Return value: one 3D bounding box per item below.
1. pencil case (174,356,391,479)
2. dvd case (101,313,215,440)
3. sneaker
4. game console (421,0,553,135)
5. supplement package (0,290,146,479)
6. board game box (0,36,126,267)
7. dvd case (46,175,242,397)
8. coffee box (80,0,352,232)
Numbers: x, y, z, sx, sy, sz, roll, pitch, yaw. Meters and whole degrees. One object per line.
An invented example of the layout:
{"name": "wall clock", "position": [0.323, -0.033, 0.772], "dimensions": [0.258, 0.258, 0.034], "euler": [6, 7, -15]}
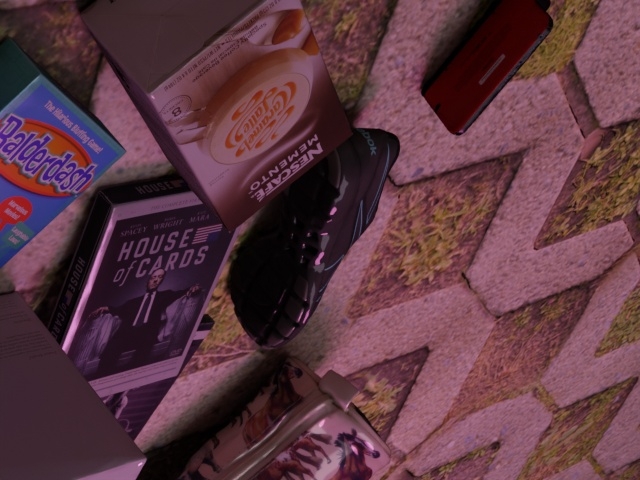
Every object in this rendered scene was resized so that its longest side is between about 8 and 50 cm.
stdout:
{"name": "pencil case", "position": [-0.115, 0.298, 1.957], "dimensions": [0.410, 0.160, 0.183], "euler": [-40, 169, -3]}
{"name": "dvd case", "position": [-0.214, 0.159, 1.764], "dimensions": [0.164, 0.018, 0.221], "euler": [-2, 134, -52]}
{"name": "sneaker", "position": [0.000, 0.000, 1.724], "dimensions": [0.106, 0.101, 0.267], "euler": [-19, 147, -44]}
{"name": "game console", "position": [0.176, -0.167, 1.733], "dimensions": [0.085, 0.124, 0.144], "euler": [28, 110, -35]}
{"name": "supplement package", "position": [-0.292, 0.175, 1.465], "dimensions": [0.194, 0.203, 0.149], "euler": [-12, 141, -45]}
{"name": "board game box", "position": [-0.263, -0.038, 1.354], "dimensions": [0.210, 0.047, 0.160], "euler": [-43, 154, 1]}
{"name": "dvd case", "position": [-0.162, 0.044, 1.622], "dimensions": [0.179, 0.029, 0.238], "euler": [-13, 137, -46]}
{"name": "coffee box", "position": [-0.074, -0.129, 1.418], "dimensions": [0.141, 0.098, 0.246], "euler": [-39, 154, -6]}
